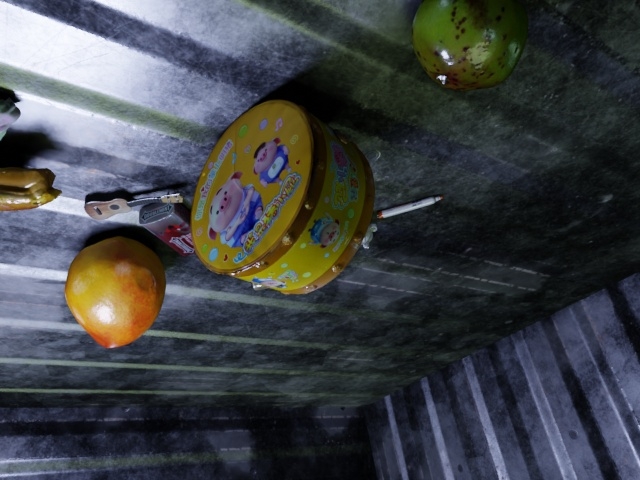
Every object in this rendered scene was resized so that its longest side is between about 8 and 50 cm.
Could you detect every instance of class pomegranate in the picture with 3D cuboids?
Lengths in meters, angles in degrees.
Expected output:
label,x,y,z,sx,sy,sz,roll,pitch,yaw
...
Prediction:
label,x,y,z,sx,sy,sz,roll,pitch,yaw
pomegranate,0.324,-0.421,1.004,0.285,0.231,0.231,-35,143,17

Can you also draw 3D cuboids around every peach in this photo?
label,x,y,z,sx,sy,sz,roll,pitch,yaw
peach,-0.607,0.157,1.568,0.288,0.308,0.289,-16,166,-4

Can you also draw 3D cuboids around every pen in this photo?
label,x,y,z,sx,sy,sz,roll,pitch,yaw
pen,0.290,-0.109,1.673,0.217,0.026,0.026,-16,149,9

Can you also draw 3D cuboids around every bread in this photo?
label,x,y,z,sx,sy,sz,roll,pitch,yaw
bread,-0.807,-0.107,1.216,0.379,0.109,0.185,-7,-176,-6

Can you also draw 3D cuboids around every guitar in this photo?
label,x,y,z,sx,sy,sz,roll,pitch,yaw
guitar,-0.506,-0.108,1.414,0.270,0.038,0.084,-9,150,2

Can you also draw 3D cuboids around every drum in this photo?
label,x,y,z,sx,sy,sz,roll,pitch,yaw
drum,-0.094,-0.096,1.205,0.431,0.432,0.214,-31,143,30

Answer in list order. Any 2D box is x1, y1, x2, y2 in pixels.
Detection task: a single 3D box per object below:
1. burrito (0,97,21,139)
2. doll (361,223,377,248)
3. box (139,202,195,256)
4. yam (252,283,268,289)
label,x,y,z,sx,sy,sz,roll,pitch,yaw
burrito,-0.746,-0.233,1.096,0.228,0.089,0.143,-30,148,33
doll,0.000,0.000,1.708,0.383,0.099,0.188,-10,151,12
box,-0.422,-0.035,1.536,0.120,0.069,0.224,-17,150,11
yam,-0.118,0.130,1.908,0.273,0.061,0.061,-16,149,11
